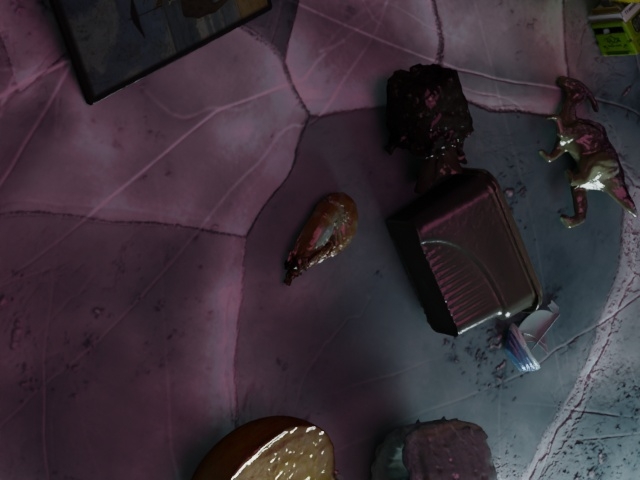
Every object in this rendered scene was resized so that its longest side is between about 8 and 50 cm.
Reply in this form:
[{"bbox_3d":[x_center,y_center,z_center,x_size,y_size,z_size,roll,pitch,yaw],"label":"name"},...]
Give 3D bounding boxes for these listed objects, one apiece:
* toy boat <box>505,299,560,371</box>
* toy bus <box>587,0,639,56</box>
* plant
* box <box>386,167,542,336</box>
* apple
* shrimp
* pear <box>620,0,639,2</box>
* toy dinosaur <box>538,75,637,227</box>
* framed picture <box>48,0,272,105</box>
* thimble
[{"bbox_3d":[0.388,0.167,2.103,0.105,0.034,0.149,33,77,-30],"label":"toy boat"},{"bbox_3d":[0.634,-0.478,2.167,0.302,0.113,0.139,-44,114,-19],"label":"toy bus"},{"bbox_3d":[0.181,-0.186,1.901,0.142,0.131,0.203,-25,115,-33],"label":"plant"},{"bbox_3d":[0.243,0.032,1.961,0.178,0.138,0.274,-29,105,-20],"label":"box"},{"bbox_3d":[-0.093,0.395,1.756,0.251,0.163,0.292,-33,122,-36],"label":"apple"},{"bbox_3d":[0.000,0.000,1.856,0.184,0.043,0.091,-48,118,-21],"label":"shrimp"},{"bbox_3d":[0.542,-0.588,1.965,0.418,0.362,0.362,-34,109,-28],"label":"pear"},{"bbox_3d":[0.487,-0.158,2.118,0.162,0.077,0.294,-28,106,-27],"label":"toy dinosaur"},{"bbox_3d":[-0.231,-0.381,1.659,0.347,0.016,0.265,-32,130,-25],"label":"framed picture"},{"bbox_3d":[0.181,0.411,1.897,0.172,0.205,0.250,1,109,-25],"label":"thimble"}]
